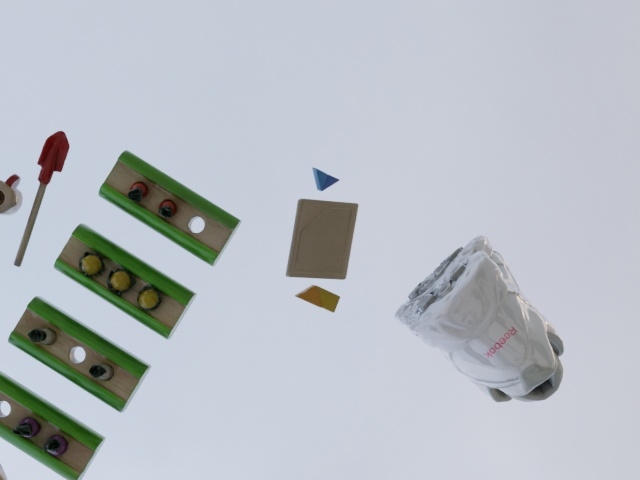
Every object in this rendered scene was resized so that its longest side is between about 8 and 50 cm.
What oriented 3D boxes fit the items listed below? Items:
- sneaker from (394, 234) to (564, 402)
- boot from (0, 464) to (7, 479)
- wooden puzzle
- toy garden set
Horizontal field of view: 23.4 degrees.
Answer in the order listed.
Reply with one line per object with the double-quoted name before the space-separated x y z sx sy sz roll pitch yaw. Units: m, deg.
"sneaker" 0.119 0.067 1.100 0.115 0.090 0.232 46 -172 -1
"boot" -0.327 0.096 0.790 0.295 0.104 0.211 38 -108 13
"wooden puzzle" 0.000 0.000 1.309 0.078 0.014 0.116 12 -86 -44
"toy garden set" -0.213 0.035 1.203 0.204 0.244 0.049 32 180 5
